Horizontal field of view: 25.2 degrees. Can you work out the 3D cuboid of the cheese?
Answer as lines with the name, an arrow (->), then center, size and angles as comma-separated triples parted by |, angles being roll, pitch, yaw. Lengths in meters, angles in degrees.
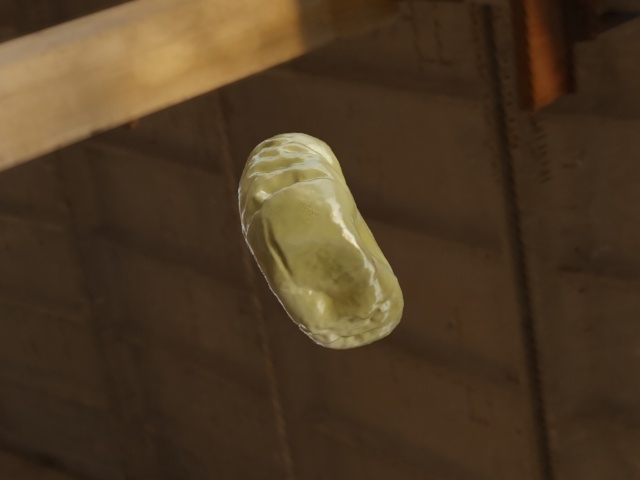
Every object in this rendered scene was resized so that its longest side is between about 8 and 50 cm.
cheese -> 0.000, 0.000, 1.510 | 0.226, 0.117, 0.214 | 57, 11, -38
